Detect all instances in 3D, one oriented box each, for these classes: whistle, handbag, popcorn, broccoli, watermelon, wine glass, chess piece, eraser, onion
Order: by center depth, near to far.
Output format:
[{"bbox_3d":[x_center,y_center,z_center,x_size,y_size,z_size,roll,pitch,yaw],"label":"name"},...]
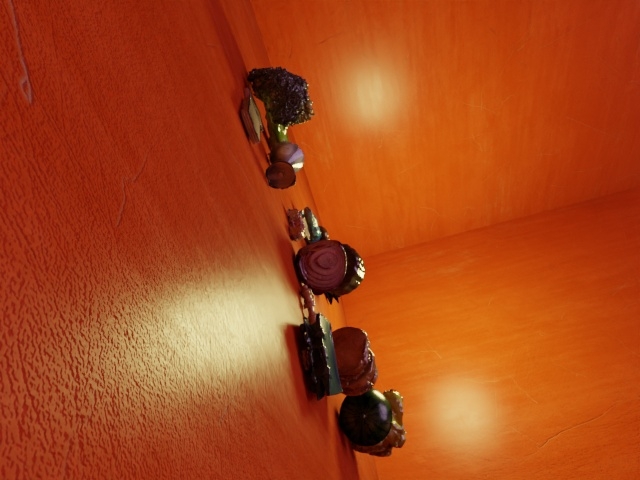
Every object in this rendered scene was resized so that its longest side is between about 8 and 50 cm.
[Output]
[{"bbox_3d":[-0.006,0.396,1.443,0.274,0.100,0.269,58,21,-73],"label":"handbag"},{"bbox_3d":[-0.261,-0.511,1.659,0.150,0.023,0.104,64,11,-67],"label":"eraser"},{"bbox_3d":[-0.044,0.259,1.674,0.060,0.060,0.172,37,36,-83],"label":"chess piece"},{"bbox_3d":[-0.145,-0.296,1.692,0.232,0.156,0.156,-86,162,-62],"label":"wine glass"},{"bbox_3d":[-0.162,-0.524,1.788,0.353,0.274,0.397,-100,-173,-69],"label":"broccoli"},{"bbox_3d":[0.007,0.113,1.816,0.207,0.216,0.206,-122,-160,-79],"label":"onion"},{"bbox_3d":[0.197,0.767,1.846,0.242,0.242,0.242,-15,90,-86],"label":"watermelon"},{"bbox_3d":[0.246,0.887,2.049,0.326,0.321,0.290,55,29,-22],"label":"popcorn"},{"bbox_3d":[-0.050,-0.075,2.348,0.186,0.093,0.274,52,-17,40],"label":"whistle"},{"bbox_3d":[0.064,0.239,2.778,0.269,0.118,0.326,72,7,-46],"label":"handbag"}]

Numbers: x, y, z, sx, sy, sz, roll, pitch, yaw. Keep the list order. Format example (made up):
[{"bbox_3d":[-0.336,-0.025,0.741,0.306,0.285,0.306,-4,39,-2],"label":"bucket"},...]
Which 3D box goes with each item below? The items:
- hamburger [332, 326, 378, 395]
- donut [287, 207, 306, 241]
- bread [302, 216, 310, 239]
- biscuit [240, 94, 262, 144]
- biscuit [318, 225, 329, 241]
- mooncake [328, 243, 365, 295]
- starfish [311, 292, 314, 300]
[{"bbox_3d":[0.114,0.500,1.713,0.260,0.245,0.211,38,-28,41],"label":"hamburger"},{"bbox_3d":[-0.104,-0.058,1.897,0.117,0.065,0.166,68,10,-54],"label":"donut"},{"bbox_3d":[-0.095,-0.064,2.200,0.126,0.044,0.129,35,43,-72],"label":"bread"},{"bbox_3d":[-0.244,-0.428,1.494,0.199,0.040,0.121,-101,172,-57],"label":"biscuit"},{"bbox_3d":[0.003,0.000,2.467,0.050,0.170,0.170,2,66,-40],"label":"biscuit"},{"bbox_3d":[0.097,0.157,2.349,0.161,0.290,0.290,50,24,-62],"label":"mooncake"},{"bbox_3d":[-0.042,0.244,2.012,0.092,0.016,0.086,-27,105,-88],"label":"starfish"}]
